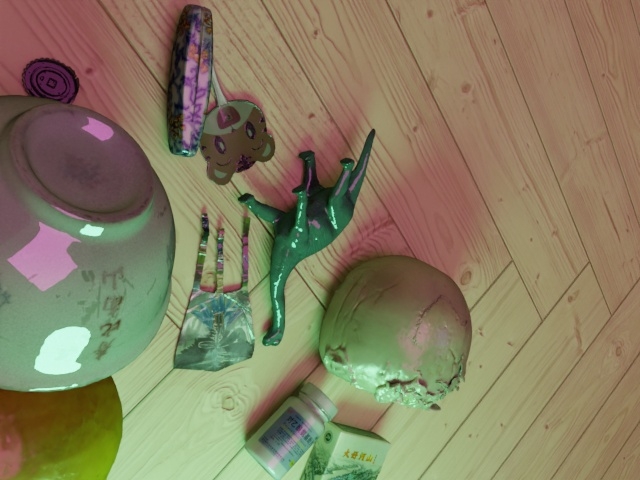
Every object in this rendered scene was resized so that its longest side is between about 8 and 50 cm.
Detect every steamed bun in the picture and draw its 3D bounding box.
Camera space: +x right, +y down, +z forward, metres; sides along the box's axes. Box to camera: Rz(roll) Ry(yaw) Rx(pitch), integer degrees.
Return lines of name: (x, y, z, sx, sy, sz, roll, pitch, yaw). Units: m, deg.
steamed bun: (0.184, 0.195, 1.357, 0.334, 0.233, 0.311, 18, 91, -37)

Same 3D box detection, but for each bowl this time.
bowl: (-0.339, -0.048, 0.820, 0.435, 0.196, 0.434, 28, 41, -28)

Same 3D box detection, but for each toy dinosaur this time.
toy dinosaur: (0.000, 0.000, 1.284, 0.384, 0.129, 0.330, -32, 128, -26)

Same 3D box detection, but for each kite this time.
kite: (-0.182, 0.104, 1.218, 0.169, 0.015, 0.309, 5, 100, -35)

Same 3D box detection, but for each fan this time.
fan: (-0.170, -0.224, 1.155, 0.153, 0.008, 0.226, -30, 117, -25)

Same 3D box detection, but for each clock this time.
clock: (-0.415, -0.242, 0.980, 0.083, 0.010, 0.074, 25, 86, -36)

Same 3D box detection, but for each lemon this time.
lemon: (-0.444, 0.261, 0.880, 0.348, 0.348, 0.347, -8, 105, -33)

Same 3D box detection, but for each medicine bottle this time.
medicine bottle: (-0.058, 0.389, 1.311, 0.187, 0.103, 0.102, -43, 121, -19)

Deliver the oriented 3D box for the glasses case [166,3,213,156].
glasses case: (-0.218, -0.264, 1.064, 0.065, 0.087, 0.247, 3, 98, -31)

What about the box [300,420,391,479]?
box: (0.038, 0.549, 1.433, 0.164, 0.069, 0.256, 25, 86, -36)
